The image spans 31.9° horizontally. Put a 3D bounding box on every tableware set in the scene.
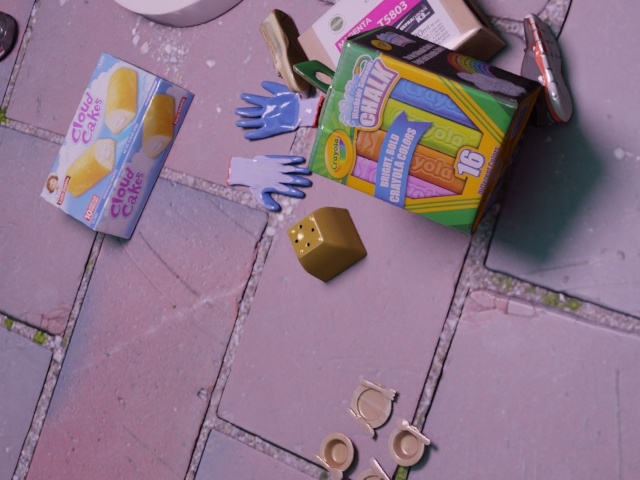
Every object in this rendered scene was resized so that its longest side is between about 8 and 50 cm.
[{"bbox_3d":[0.068,0.282,1.520,0.141,0.020,0.169,39,101,32],"label":"tableware set"}]

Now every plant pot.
[{"bbox_3d":[0.000,0.000,1.583,0.081,0.083,0.081,-34,64,22],"label":"plant pot"}]

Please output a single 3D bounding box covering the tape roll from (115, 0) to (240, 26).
[{"bbox_3d":[-0.216,-0.547,1.841,0.392,0.072,0.392,-8,76,32],"label":"tape roll"}]

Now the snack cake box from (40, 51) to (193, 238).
[{"bbox_3d":[-0.334,-0.155,1.827,0.152,0.089,0.264,27,95,33],"label":"snack cake box"}]

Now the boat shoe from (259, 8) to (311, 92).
[{"bbox_3d":[-0.055,-0.279,1.695,0.048,0.056,0.153,-36,61,32],"label":"boat shoe"}]

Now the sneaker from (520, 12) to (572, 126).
[{"bbox_3d":[0.278,-0.221,1.465,0.065,0.061,0.158,-21,69,35],"label":"sneaker"}]

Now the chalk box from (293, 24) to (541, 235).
[{"bbox_3d":[0.102,-0.155,1.415,0.288,0.180,0.179,23,112,14],"label":"chalk box"}]

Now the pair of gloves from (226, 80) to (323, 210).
[{"bbox_3d":[-0.073,-0.144,1.697,0.159,0.023,0.198,8,84,34],"label":"pair of gloves"}]

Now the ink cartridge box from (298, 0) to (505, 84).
[{"bbox_3d":[0.108,-0.278,1.567,0.234,0.088,0.193,-40,63,21],"label":"ink cartridge box"}]

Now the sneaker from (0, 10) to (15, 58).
[{"bbox_3d":[-0.709,-0.388,2.071,0.281,0.162,0.107,0,80,33],"label":"sneaker"}]
